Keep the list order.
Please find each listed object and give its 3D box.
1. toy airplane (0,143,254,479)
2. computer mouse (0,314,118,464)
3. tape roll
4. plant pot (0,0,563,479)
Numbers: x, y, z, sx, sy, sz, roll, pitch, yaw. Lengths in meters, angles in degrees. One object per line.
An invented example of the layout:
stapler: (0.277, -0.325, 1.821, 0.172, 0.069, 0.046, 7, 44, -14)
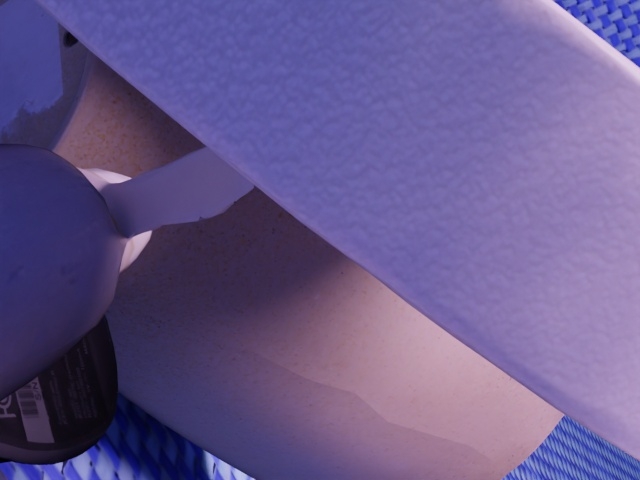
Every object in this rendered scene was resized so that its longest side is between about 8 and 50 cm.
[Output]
toy airplane: (-0.023, 0.150, 0.413, 0.386, 0.272, 0.384, 41, 18, -29)
computer mouse: (-0.173, 0.004, 0.615, 0.262, 0.060, 0.184, -6, 75, -64)
tape roll: (0.032, -0.053, 0.562, 0.392, 0.072, 0.392, 36, 9, -7)
plant pot: (-0.043, -0.027, 0.834, 0.274, 0.256, 0.257, 26, 38, -44)
